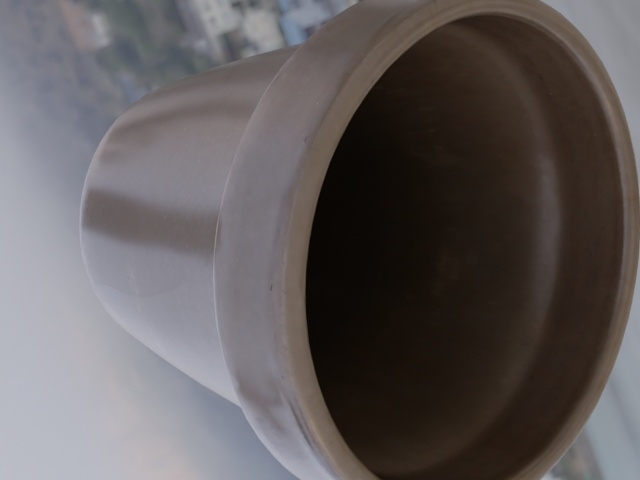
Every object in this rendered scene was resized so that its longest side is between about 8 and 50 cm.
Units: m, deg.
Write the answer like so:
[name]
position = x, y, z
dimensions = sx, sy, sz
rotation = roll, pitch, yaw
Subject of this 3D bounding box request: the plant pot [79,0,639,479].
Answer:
[plant pot]
position = 0.000, 0.000, 1.012
dimensions = 0.229, 0.263, 0.263
rotation = 7, 129, 44
